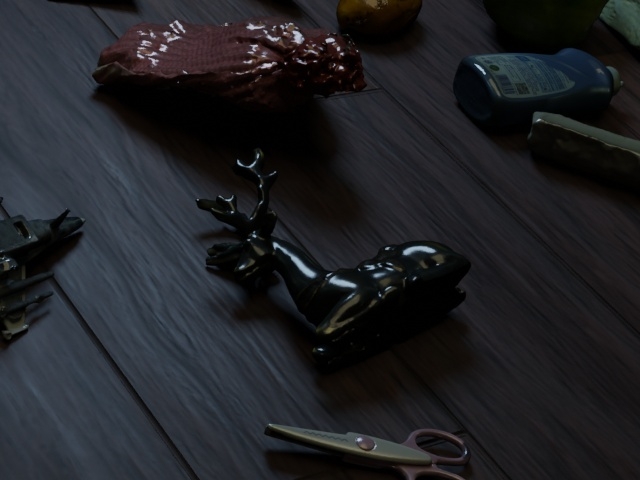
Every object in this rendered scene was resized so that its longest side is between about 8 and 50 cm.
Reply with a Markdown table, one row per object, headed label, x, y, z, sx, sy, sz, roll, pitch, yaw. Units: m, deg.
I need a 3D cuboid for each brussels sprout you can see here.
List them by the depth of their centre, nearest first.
| label | x | y | z | sx | sy | sz | roll | pitch | yaw |
| --- | --- | --- | --- | --- | --- | --- | --- | --- | --- |
| brussels sprout | 0.270 | -0.317 | 2.072 | 0.161 | 0.144 | 0.180 | 31 | 37 | -3 |

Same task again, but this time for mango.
| label | x | y | z | sx | sy | sz | roll | pitch | yaw |
| --- | --- | --- | --- | --- | --- | --- | --- | --- | --- |
| mango | 0.074 | -0.278 | 2.022 | 0.077 | 0.063 | 0.127 | 31 | 38 | 34 |

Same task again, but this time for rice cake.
| label | x | y | z | sx | sy | sz | roll | pitch | yaw |
| --- | --- | --- | --- | --- | --- | --- | --- | --- | --- |
| rice cake | 0.344 | -0.080 | 1.847 | 0.256 | 0.052 | 0.057 | 19 | 1 | 7 |

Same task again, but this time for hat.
| label | x | y | z | sx | sy | sz | roll | pitch | yaw |
| --- | --- | --- | --- | --- | --- | --- | --- | --- | --- |
| hat | -0.067 | -0.180 | 1.792 | 0.286 | 0.107 | 0.237 | 11 | 27 | 40 |

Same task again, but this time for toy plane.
| label | x | y | z | sx | sy | sz | roll | pitch | yaw |
| --- | --- | --- | --- | --- | --- | --- | --- | --- | --- |
| toy plane | -0.276 | 0.003 | 1.492 | 0.234 | 0.082 | 0.160 | -28 | 79 | -43 |

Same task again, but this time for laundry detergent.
| label | x | y | z | sx | sy | sz | roll | pitch | yaw |
| --- | --- | --- | --- | --- | --- | --- | --- | --- | --- |
| laundry detergent | 0.256 | -0.175 | 1.944 | 0.206 | 0.061 | 0.096 | -8 | 38 | -29 |

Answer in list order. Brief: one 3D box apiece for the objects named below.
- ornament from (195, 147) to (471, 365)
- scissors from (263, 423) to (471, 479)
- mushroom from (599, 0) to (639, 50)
| label | x | y | z | sx | sy | sz | roll | pitch | yaw |
| --- | --- | --- | --- | --- | --- | --- | --- | --- | --- |
| ornament | 0.000 | 0.000 | 1.593 | 0.202 | 0.080 | 0.236 | -25 | 50 | -37 |
| scissors | 0.040 | 0.173 | 1.415 | 0.176 | 0.022 | 0.085 | 14 | 38 | -7 |
| mushroom | 0.442 | -0.248 | 2.095 | 0.107 | 0.087 | 0.333 | -18 | 42 | -43 |
